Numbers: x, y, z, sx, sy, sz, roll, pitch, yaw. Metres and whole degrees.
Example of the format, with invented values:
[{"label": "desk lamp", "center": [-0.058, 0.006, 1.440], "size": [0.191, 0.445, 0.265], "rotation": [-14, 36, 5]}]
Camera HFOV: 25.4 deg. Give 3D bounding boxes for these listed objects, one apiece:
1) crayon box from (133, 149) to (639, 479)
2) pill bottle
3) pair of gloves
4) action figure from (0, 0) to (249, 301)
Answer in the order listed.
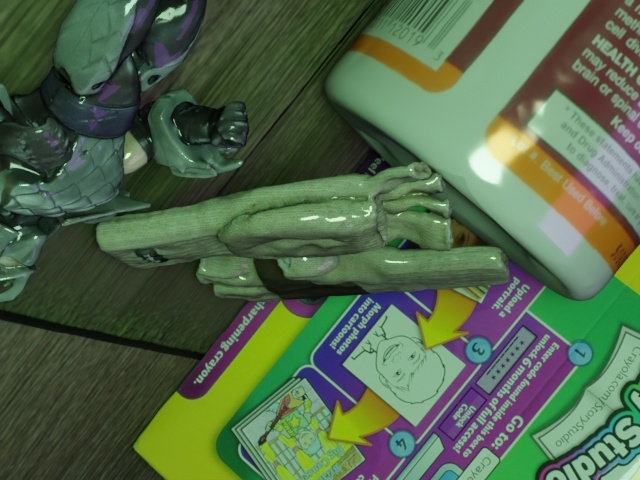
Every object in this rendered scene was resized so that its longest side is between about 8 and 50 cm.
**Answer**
[{"label": "crayon box", "center": [0.096, 0.118, 1.051], "size": [0.363, 0.313, 0.106], "rotation": [-50, 160, 0]}, {"label": "pill bottle", "center": [0.205, -0.176, 0.902], "size": [0.392, 0.224, 0.224], "rotation": [-50, 161, 0]}, {"label": "pair of gloves", "center": [0.000, 0.000, 0.872], "size": [0.240, 0.204, 0.042], "rotation": [30, 57, -67]}, {"label": "action figure", "center": [-0.089, -0.079, 0.624], "size": [0.285, 0.099, 0.185], "rotation": [-56, 165, 24]}]
